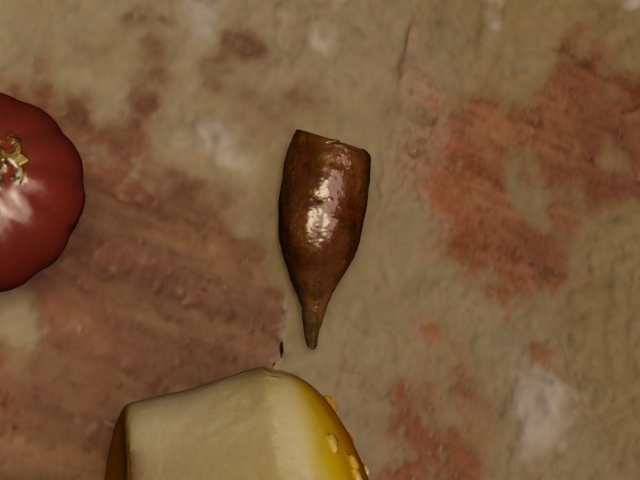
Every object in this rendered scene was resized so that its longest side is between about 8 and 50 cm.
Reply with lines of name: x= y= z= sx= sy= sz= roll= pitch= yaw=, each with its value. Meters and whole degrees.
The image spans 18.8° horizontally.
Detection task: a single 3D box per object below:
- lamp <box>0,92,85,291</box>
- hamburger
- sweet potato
lamp: x=-0.162 y=-0.023 z=0.918 sx=0.101 sy=0.090 sz=0.101 roll=-1 pitch=69 yaw=2
hamburger: x=-0.023 y=0.201 z=0.874 sx=0.151 sy=0.227 sz=0.295 roll=1 pitch=60 yaw=-9
sweet potato: x=0.000 y=0.000 z=1.030 sx=0.049 sy=0.049 sz=0.117 roll=7 pitch=86 yaw=-28
